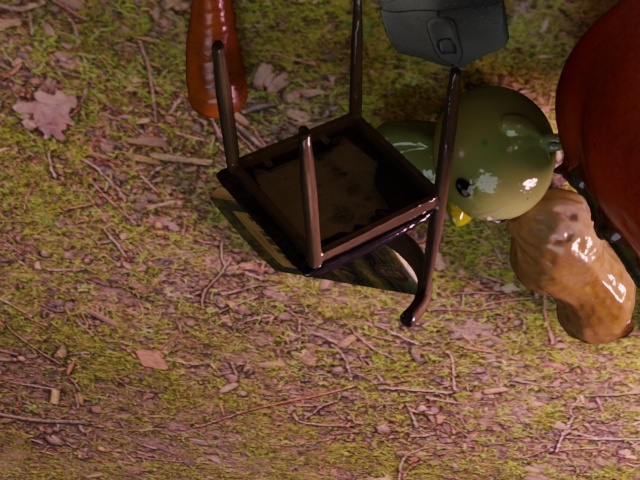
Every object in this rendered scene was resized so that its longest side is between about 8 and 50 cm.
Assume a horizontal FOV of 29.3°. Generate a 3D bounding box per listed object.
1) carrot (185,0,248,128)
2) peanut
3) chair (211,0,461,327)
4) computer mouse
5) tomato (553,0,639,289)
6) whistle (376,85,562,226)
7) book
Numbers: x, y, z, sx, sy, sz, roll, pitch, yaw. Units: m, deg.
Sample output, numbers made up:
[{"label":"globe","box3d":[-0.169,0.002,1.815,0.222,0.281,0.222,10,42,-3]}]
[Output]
[{"label":"carrot","box3d":[-0.106,-0.211,1.160,0.061,0.061,0.257,4,136,7]},{"label":"peanut","box3d":[0.285,0.034,1.360,0.117,0.101,0.263,11,155,44]},{"label":"chair","box3d":[0.015,-0.052,1.112,0.166,0.188,0.272,-24,135,-20]},{"label":"computer mouse","box3d":[0.105,-0.221,1.082,0.113,0.068,0.229,0,142,15]},{"label":"tomato","box3d":[0.364,-0.089,1.030,0.321,0.322,0.321,6,143,5]},{"label":"whistle","box3d":[0.116,-0.065,1.234,0.294,0.141,0.141,-21,134,36]},{"label":"book","box3d":[0.000,0.000,1.377,0.228,0.024,0.160,8,150,37]}]
